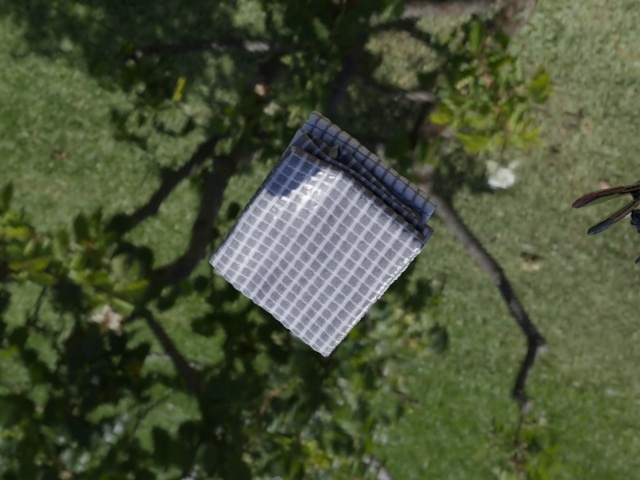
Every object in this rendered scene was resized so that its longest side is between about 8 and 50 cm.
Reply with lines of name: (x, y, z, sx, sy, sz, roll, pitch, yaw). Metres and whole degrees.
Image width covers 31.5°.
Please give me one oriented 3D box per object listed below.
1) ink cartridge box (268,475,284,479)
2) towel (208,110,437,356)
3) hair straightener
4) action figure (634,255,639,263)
ink cartridge box: (0.079, 0.448, 1.151, 0.385, 0.091, 0.308, 35, 153, 38)
towel: (0.000, 0.000, 1.578, 0.235, 0.121, 0.283, 39, 125, 3)
hair straightener: (0.414, -0.031, 1.525, 0.047, 0.230, 0.089, -32, 79, 33)
action figure: (0.533, 0.014, 1.390, 0.276, 0.140, 0.164, 18, -177, 40)
